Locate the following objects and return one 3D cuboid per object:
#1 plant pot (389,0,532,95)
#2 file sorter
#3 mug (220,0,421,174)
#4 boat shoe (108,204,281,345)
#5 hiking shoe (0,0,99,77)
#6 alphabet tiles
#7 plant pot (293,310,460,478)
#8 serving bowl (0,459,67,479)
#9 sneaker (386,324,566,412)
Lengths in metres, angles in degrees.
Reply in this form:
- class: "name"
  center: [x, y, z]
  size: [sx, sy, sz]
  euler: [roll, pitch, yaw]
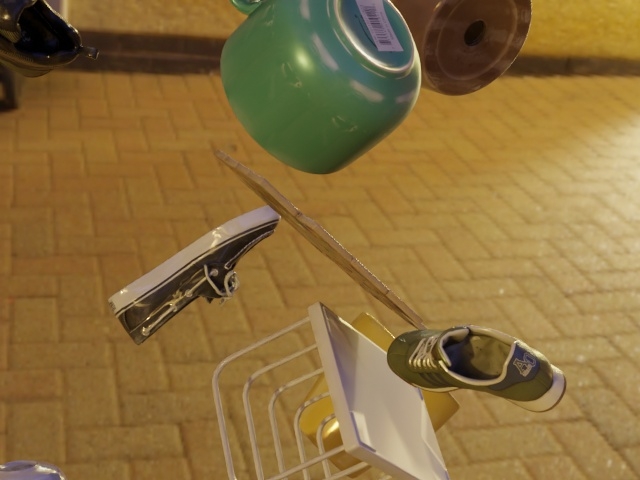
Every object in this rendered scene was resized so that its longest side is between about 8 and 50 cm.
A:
- class: "plant pot"
  center: [0.147, -0.359, 1.470]
  size: [0.323, 0.323, 0.280]
  euler: [-9, 38, -30]
- class: "file sorter"
  center: [0.018, 0.241, 1.280]
  size: [0.173, 0.277, 0.193]
  euler: [-28, 53, 18]
- class: "mug"
  center: [-0.002, -0.133, 0.718]
  size: [0.157, 0.097, 0.129]
  euler: [35, 46, -22]
- class: "boat shoe"
  center: [-0.180, 0.056, 1.595]
  size: [0.306, 0.105, 0.113]
  euler: [-32, -4, -8]
- class: "hiking shoe"
  center: [-0.306, -0.218, 0.895]
  size: [0.114, 0.086, 0.226]
  euler: [4, -13, 46]
- class: "alphabet tiles"
  center: [0.000, 0.000, 1.227]
  size: [0.285, 0.011, 0.342]
  euler: [42, -3, -22]
- class: "plant pot"
  center: [0.089, 0.301, 1.875]
  size: [0.239, 0.254, 0.254]
  euler: [-45, 40, -3]
- class: "serving bowl"
  center: [-0.262, 0.209, 0.882]
  size: [0.083, 0.027, 0.083]
  euler: [-3, 3, 0]
- class: "sneaker"
  center: [0.126, 0.103, 0.932]
  size: [0.192, 0.064, 0.086]
  euler: [8, -24, 44]
